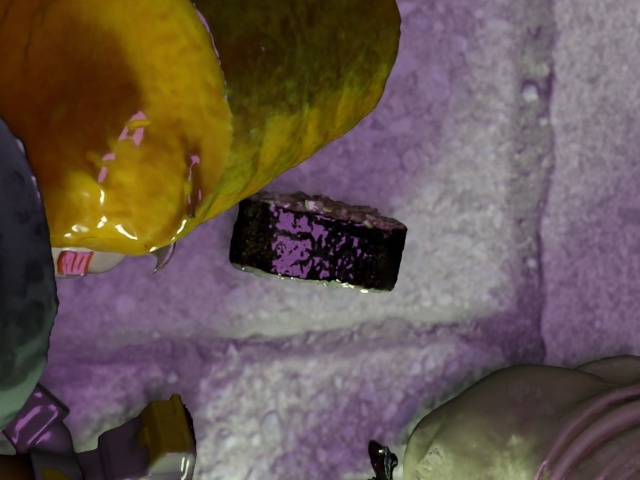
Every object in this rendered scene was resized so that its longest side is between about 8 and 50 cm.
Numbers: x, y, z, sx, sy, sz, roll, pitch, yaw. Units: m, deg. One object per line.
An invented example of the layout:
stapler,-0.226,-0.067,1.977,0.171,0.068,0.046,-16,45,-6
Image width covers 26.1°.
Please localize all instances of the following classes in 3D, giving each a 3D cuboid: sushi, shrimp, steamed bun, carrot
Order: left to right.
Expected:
carrot,-0.103,-0.141,1.003,0.340,0.241,0.242,-33,108,-34
sushi,0.000,0.000,1.183,0.150,0.090,0.078,11,93,-15
shrimp,0.000,0.248,1.233,0.174,0.082,0.076,-25,101,-17
steamed bun,0.244,0.273,1.228,0.309,0.219,0.324,-9,102,-13

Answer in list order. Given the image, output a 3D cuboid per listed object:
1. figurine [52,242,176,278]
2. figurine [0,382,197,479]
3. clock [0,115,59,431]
figurine,-0.220,-0.049,1.108,0.229,0.112,0.137,46,71,-7
figurine,-0.247,0.243,1.116,0.284,0.343,0.167,2,143,-17
clock,-0.332,0.012,0.999,0.325,0.067,0.325,8,107,29
